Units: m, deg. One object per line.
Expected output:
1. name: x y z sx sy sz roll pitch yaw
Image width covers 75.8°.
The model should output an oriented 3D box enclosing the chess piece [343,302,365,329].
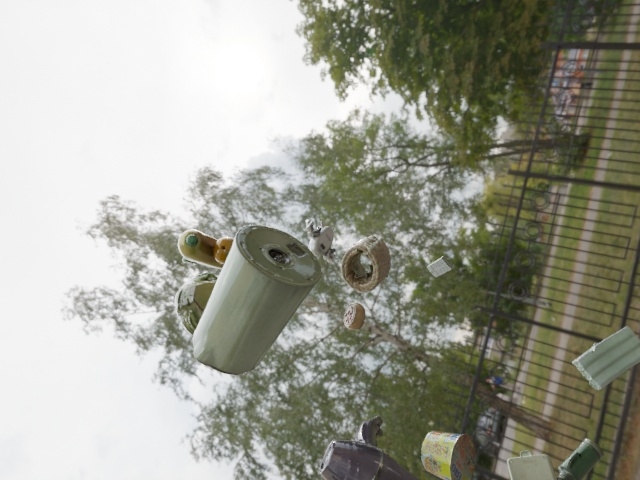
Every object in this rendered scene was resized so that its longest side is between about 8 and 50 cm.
1. chess piece: 0.104 0.232 1.257 0.083 0.038 0.084 -164 90 -70

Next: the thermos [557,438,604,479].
1. thermos: 0.899 0.780 1.430 0.187 0.073 0.083 -29 -30 -21

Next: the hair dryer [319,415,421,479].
1. hair dryer: 0.157 0.505 0.964 0.361 0.300 0.121 -35 -30 -85

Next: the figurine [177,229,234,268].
1. figurine: -0.407 0.041 1.625 0.324 0.222 0.124 22 -112 -40

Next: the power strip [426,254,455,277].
1. power strip: 0.382 0.087 1.318 0.019 0.051 0.136 -40 -7 -20

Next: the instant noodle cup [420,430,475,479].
1. instant noodle cup: 0.514 0.874 1.664 0.204 0.152 0.205 7 -100 -40

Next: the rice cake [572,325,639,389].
1. rice cake: 1.015 0.406 1.432 0.237 0.127 0.043 -30 -29 -3

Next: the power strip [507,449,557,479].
1. power strip: 0.593 0.715 1.104 0.046 0.117 0.271 52 -152 -37

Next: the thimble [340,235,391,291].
1. thimble: 0.201 0.101 1.801 0.148 0.195 0.229 -36 -51 -51

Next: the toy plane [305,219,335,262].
1. toy plane: 0.003 -0.001 2.099 0.252 0.118 0.252 42 -145 -38

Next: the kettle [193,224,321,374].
1. kettle: -0.167 0.168 1.209 0.377 0.250 0.361 -59 -18 24

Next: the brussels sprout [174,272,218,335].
1. brussels sprout: -0.403 0.226 1.449 0.244 0.243 0.244 -40 -44 -52
